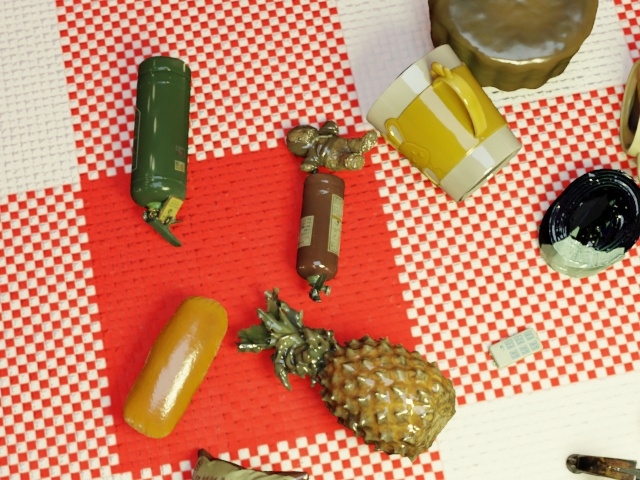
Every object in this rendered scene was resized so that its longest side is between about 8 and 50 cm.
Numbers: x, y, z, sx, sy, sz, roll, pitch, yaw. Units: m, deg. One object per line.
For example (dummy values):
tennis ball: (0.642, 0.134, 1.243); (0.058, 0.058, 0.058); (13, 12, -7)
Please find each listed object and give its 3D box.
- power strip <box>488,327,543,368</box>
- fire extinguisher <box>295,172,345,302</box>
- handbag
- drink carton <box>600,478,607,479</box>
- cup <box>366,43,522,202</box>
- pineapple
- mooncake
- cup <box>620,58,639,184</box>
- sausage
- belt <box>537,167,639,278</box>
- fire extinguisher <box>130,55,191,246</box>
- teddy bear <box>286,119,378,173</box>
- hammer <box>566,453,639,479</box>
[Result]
power strip: (0.318, 0.176, 1.735); (0.090, 0.016, 0.040); (-23, 74, -8)
fire extinguisher: (0.000, 0.000, 1.739); (0.071, 0.099, 0.231); (9, 67, -10)
handbag: (-0.130, 0.439, 1.583); (0.213, 0.127, 0.235); (5, 70, 30)
drink carton: (0.510, 0.487, 1.590); (0.271, 0.108, 0.161); (22, 71, 7)
cup: (0.212, -0.197, 1.745); (0.185, 0.241, 0.226); (-39, 83, -13)
pineapple: (0.036, 0.197, 1.664); (0.361, 0.175, 0.175); (33, 74, 26)
mooncake: (0.326, -0.400, 1.847); (0.290, 0.161, 0.290); (0, 74, 0)
cup: (0.617, -0.185, 1.756); (0.202, 0.173, 0.255); (7, 46, 3)
sausage: (-0.228, 0.197, 1.684); (0.098, 0.098, 0.238); (25, 76, 7)
belt: (0.452, -0.024, 1.770); (0.198, 0.078, 0.151); (-43, 82, -15)
fire extinguisher: (-0.265, -0.149, 1.796); (0.095, 0.114, 0.311); (-14, 66, 36)
teddy bear: (0.018, -0.152, 1.812); (0.160, 0.078, 0.119); (15, 56, 27)
hammer: (0.538, 0.369, 1.632); (0.289, 0.137, 0.037); (12, 80, -6)
